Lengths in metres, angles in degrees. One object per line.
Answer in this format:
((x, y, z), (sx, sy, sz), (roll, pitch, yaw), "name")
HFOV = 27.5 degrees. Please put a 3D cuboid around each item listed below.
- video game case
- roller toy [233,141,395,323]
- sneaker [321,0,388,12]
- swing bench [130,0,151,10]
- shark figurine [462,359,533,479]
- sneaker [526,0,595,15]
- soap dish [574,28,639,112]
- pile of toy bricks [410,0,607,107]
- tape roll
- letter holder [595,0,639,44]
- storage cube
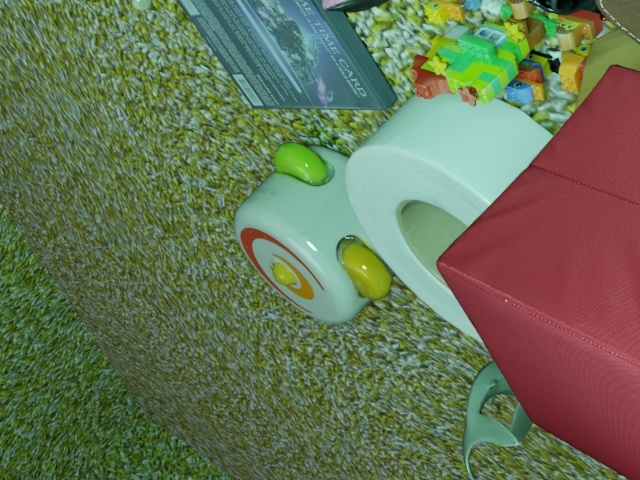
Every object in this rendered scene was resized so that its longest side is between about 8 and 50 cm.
((-0.051, -0.222, 1.406), (0.274, 0.026, 0.196), (8, 139, 56), "video game case")
((0.000, 0.000, 1.556), (0.209, 0.146, 0.191), (42, 160, 6), "roller toy")
((0.054, -0.248, 1.100), (0.178, 0.072, 0.077), (-10, 91, 49), "sneaker")
((-0.228, -0.382, 1.250), (0.254, 0.165, 0.253), (27, 154, 51), "swing bench")
((0.232, 0.158, 1.451), (0.116, 0.278, 0.166), (-31, 72, 31), "shark figurine")
((0.137, -0.196, 0.852), (0.234, 0.097, 0.084), (-2, 144, 7), "sneaker")
((0.326, -0.041, 0.905), (0.291, 0.118, 0.229), (48, 159, -11), "soap dish")
((0.143, -0.148, 1.064), (0.212, 0.105, 0.118), (25, 152, 42), "pile of toy bricks")
((0.161, -0.014, 1.294), (0.286, 0.100, 0.286), (37, 158, 18), "tape roll")
((0.318, -0.142, 0.688), (0.302, 0.152, 0.214), (37, 161, 19), "letter holder")
((0.221, 0.039, 0.790), (0.193, 0.184, 0.215), (28, 160, 45), "storage cube")
